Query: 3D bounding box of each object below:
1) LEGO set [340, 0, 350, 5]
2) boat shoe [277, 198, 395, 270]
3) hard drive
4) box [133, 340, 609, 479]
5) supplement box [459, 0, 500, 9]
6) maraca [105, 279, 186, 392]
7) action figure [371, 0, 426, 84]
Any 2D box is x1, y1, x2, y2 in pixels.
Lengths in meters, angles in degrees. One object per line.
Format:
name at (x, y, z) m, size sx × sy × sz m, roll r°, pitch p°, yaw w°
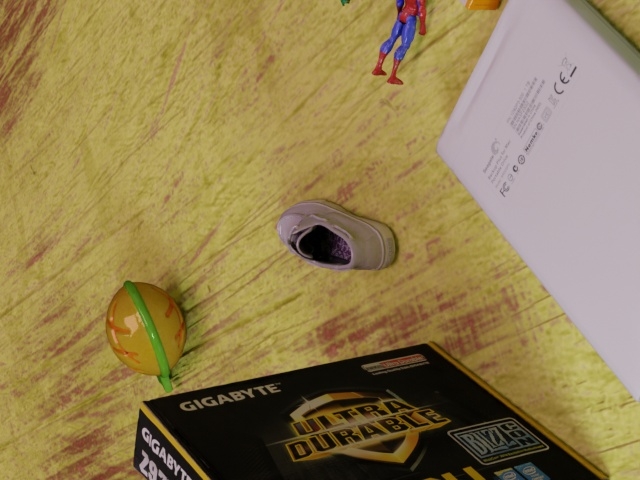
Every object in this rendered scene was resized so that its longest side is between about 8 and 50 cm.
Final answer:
LEGO set at (-0.034, -0.381, 1.172) m, size 0.255 × 0.192 × 0.331 m, roll 126°, pitch 132°, yaw -72°
boat shoe at (0.000, 0.000, 1.369) m, size 0.184 × 0.063 × 0.066 m, roll 25°, pitch 116°, yaw 51°
hard drive at (0.222, -0.051, 1.063) m, size 0.307 × 0.040 × 0.203 m, roll 55°, pitch 137°, yaw 34°
box at (0.042, 0.200, 1.119) m, size 0.257 × 0.322 × 0.079 m, roll 40°, pitch 128°, yaw 45°
supplement box at (0.129, -0.257, 1.163) m, size 0.098 × 0.036 × 0.062 m, roll 55°, pitch 137°, yaw 34°
maraca at (-0.222, 0.124, 1.686) m, size 0.185 × 0.099 × 0.127 m, roll 89°, pitch 158°, yaw -57°
action figure at (0.082, -0.208, 1.247) m, size 0.038 × 0.030 × 0.115 m, roll 38°, pitch 120°, yaw 39°
